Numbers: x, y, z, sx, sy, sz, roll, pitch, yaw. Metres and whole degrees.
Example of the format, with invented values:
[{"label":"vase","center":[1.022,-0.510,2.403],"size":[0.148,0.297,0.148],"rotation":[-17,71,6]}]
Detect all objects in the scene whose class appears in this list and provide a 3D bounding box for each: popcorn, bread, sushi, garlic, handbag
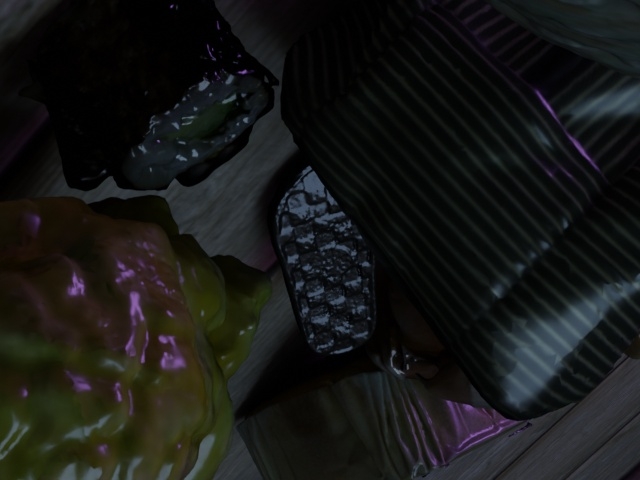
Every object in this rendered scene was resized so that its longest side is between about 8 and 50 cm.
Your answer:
[{"label":"popcorn","center":[-0.145,0.077,0.771],"size":[0.259,0.259,0.212],"rotation":[8,88,-62]},{"label":"bread","center":[0.059,0.130,1.344],"size":[0.192,0.110,0.210],"rotation":[-19,176,-37]},{"label":"sushi","center":[-0.080,-0.074,0.789],"size":[0.098,0.084,0.094],"rotation":[-37,163,10]},{"label":"garlic","center":[0.117,0.015,1.195],"size":[0.191,0.214,0.160],"rotation":[-10,119,-10]},{"label":"handbag","center":[0.133,-0.066,0.910],"size":[0.240,0.247,0.340],"rotation":[-40,172,9]}]

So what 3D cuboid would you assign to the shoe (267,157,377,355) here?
[{"label":"shoe","center":[0.000,0.000,1.112],"size":[0.071,0.049,0.179],"rotation":[-16,135,-9]}]

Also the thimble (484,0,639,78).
[{"label":"thimble","center":[0.138,-0.205,0.624],"size":[0.291,0.291,0.195],"rotation":[-39,160,4]}]
